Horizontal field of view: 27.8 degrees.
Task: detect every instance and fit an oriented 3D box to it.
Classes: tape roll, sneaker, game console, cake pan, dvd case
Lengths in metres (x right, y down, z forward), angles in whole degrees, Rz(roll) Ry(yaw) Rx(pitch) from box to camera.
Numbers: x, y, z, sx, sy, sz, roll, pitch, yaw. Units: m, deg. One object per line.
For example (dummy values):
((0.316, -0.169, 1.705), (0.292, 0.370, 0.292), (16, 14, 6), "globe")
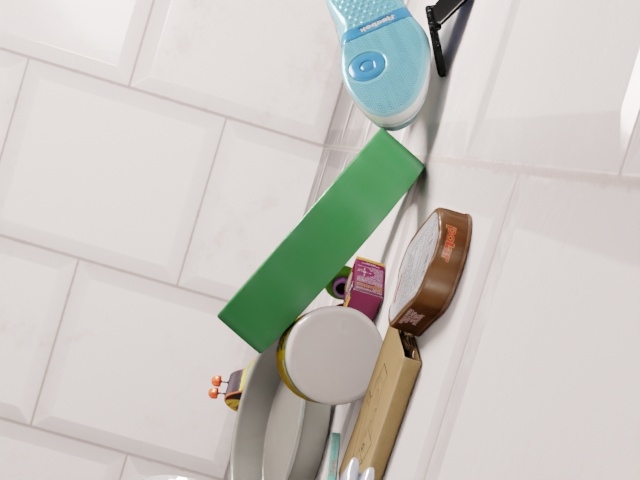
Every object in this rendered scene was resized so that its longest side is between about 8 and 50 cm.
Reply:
((0.000, 0.000, 1.644), (0.321, 0.077, 0.321), (-49, 2, 2), "tape roll")
((0.101, -0.222, 1.790), (0.208, 0.127, 0.319), (66, -169, -46), "sneaker")
((0.178, -0.286, 1.711), (0.122, 0.071, 0.107), (-84, -19, -68), "game console")
((-0.059, 0.276, 1.898), (0.293, 0.054, 0.293), (-166, 90, -70), "cake pan")
((0.011, 0.296, 1.500), (0.087, 0.013, 0.119), (-81, -4, -56), "dvd case")

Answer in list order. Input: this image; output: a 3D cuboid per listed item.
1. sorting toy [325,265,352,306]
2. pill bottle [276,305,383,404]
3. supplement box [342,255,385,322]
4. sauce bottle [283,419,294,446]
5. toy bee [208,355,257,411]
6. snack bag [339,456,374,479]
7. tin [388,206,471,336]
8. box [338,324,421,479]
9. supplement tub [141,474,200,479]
((0.037, 0.087, 1.770), (0.042, 0.061, 0.102), (-87, -9, -68), "sorting toy")
((0.007, 0.141, 1.581), (0.208, 0.117, 0.118), (137, 149, -82), "pill bottle")
((0.057, 0.068, 1.703), (0.083, 0.043, 0.055), (-83, 12, -59), "supplement box")
((-0.031, 0.293, 1.951), (0.042, 0.042, 0.128), (-86, 12, -70), "sauce bottle")
((-0.113, 0.268, 2.282), (0.195, 0.162, 0.298), (-85, 13, -60), "toy bee")
((-0.008, 0.434, 1.227), (0.323, 0.037, 0.343), (-80, 3, -52), "snack bag")
((0.108, 0.031, 1.301), (0.190, 0.040, 0.106), (119, 171, -69), "tin")
((0.061, 0.191, 1.373), (0.164, 0.021, 0.201), (-94, 22, -77), "box")
((-0.207, 0.494, 1.669), (0.235, 0.235, 0.325), (113, 178, -53), "supplement tub")
